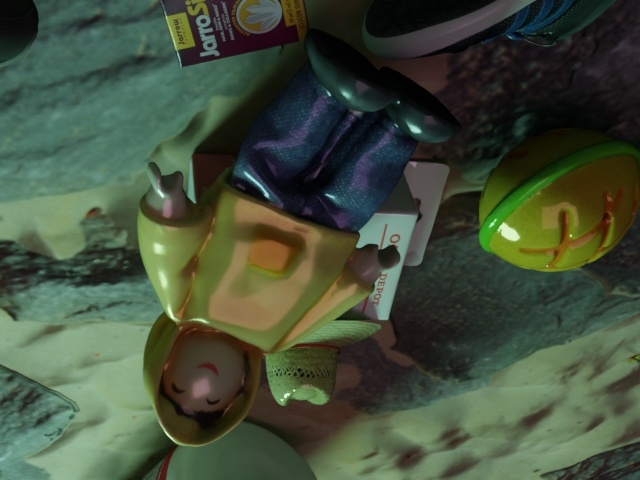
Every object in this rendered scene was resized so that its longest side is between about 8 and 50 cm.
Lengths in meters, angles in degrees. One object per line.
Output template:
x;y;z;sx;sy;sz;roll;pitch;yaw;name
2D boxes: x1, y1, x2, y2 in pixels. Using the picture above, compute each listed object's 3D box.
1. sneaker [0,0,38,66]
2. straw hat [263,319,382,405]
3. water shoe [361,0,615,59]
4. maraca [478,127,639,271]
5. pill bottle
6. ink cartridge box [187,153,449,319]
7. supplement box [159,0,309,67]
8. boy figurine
-0.238;-0.181;0.447;0.106;0.101;0.267;-39;131;20;sneaker
-0.015;0.102;0.760;0.144;0.061;0.144;-3;169;-1;straw hat
0.128;-0.147;0.590;0.203;0.073;0.080;-22;137;9;water shoe
0.191;-0.031;0.709;0.185;0.099;0.127;-5;150;-46;maraca
-0.148;0.329;0.921;0.176;0.176;0.318;24;124;-33;pill bottle
0.000;0.000;0.707;0.198;0.067;0.115;-1;133;-13;ink cartridge box
-0.052;-0.145;0.568;0.083;0.043;0.055;-13;137;0;supplement box
-0.041;0.008;0.600;0.177;0.092;0.285;25;110;-28;boy figurine
